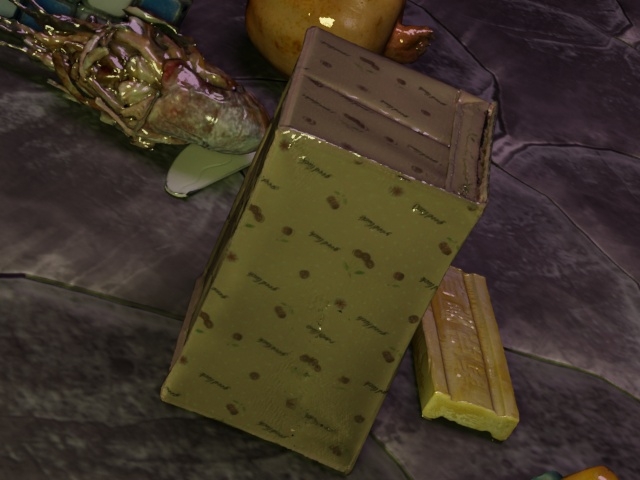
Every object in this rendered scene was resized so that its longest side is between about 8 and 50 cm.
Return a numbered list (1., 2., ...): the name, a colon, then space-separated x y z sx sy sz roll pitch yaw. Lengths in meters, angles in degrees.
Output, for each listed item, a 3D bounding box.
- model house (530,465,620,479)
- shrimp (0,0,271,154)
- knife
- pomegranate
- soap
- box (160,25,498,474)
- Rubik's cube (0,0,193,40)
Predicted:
1. model house: 0.115 0.232 1.200 0.271 0.301 0.190 10 40 -30
2. shrimp: -0.208 -0.175 1.761 0.343 0.116 0.145 24 27 -1
3. knife: -0.073 -0.110 1.853 0.081 0.043 0.336 34 31 23
4. pomegranate: 0.007 -0.275 2.039 0.207 0.207 0.207 21 29 -12
5. soap: 0.134 0.100 1.684 0.092 0.037 0.252 20 29 -16
6. box: 0.008 0.007 1.466 0.190 0.297 0.225 21 29 -5
7. Rubik's cube: -0.261 -0.402 1.889 0.287 0.293 0.292 21 30 -20
